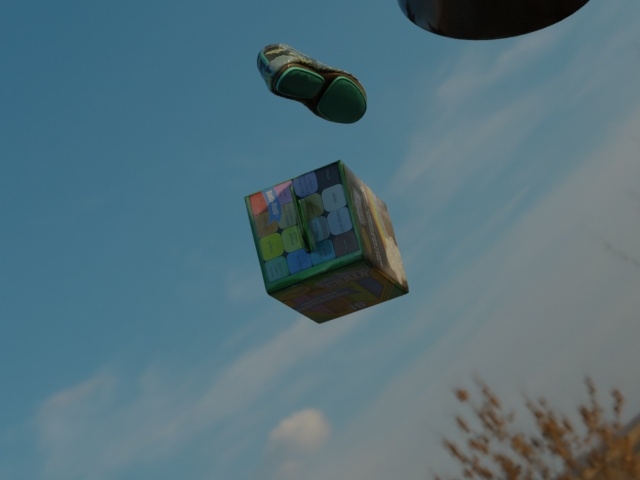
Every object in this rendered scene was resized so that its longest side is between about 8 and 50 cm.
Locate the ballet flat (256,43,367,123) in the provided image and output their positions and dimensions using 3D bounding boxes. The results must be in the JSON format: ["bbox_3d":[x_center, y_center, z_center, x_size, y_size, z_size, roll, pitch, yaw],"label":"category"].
[{"bbox_3d":[-0.010,-0.191,1.485,0.070,0.070,0.188,-46,-30,14],"label":"ballet flat"}]

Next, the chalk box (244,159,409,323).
[{"bbox_3d":[0.000,0.000,1.486,0.132,0.132,0.213,-20,-24,17],"label":"chalk box"}]

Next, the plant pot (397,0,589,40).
[{"bbox_3d":[0.157,-0.349,1.195,0.215,0.215,0.230,-35,-44,-17],"label":"plant pot"}]
